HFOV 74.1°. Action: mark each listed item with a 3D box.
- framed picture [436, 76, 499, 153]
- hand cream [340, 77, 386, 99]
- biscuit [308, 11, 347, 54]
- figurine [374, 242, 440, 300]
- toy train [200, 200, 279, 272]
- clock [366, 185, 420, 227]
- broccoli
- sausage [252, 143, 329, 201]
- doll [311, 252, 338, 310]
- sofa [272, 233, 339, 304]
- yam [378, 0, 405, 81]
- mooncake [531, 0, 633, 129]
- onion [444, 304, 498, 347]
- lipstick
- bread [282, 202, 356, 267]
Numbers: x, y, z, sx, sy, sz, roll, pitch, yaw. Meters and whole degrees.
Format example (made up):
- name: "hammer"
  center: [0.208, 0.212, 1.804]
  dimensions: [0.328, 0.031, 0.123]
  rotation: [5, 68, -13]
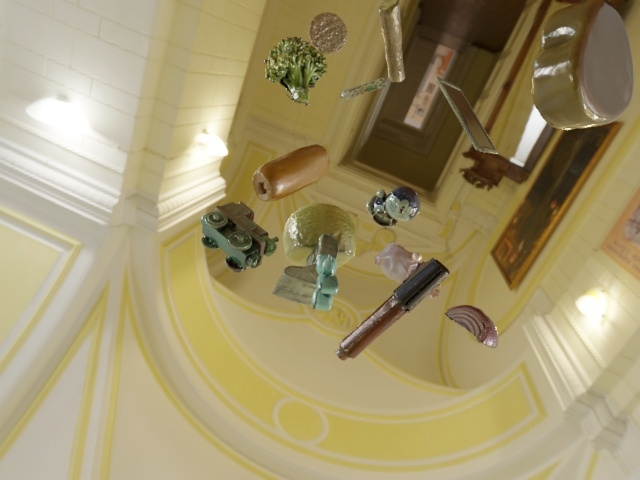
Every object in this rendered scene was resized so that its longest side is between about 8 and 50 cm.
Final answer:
- name: "framed picture"
  center: [0.473, -0.395, 1.364]
  dimensions: [0.216, 0.016, 0.273]
  rotation: [-9, -109, -52]
- name: "hand cream"
  center: [0.147, -0.529, 1.485]
  dimensions: [0.165, 0.037, 0.057]
  rotation: [-12, 165, 19]
- name: "biscuit"
  center: [0.023, -0.605, 1.240]
  dimensions: [0.120, 0.120, 0.015]
  rotation: [16, -176, -16]
- name: "figurine"
  center: [0.339, 0.119, 1.631]
  dimensions: [0.276, 0.200, 0.133]
  rotation: [35, -115, 3]
- name: "toy train"
  center: [-0.296, -0.017, 1.569]
  dimensions: [0.304, 0.150, 0.221]
  rotation: [38, -139, 23]
- name: "clock"
  center: [0.325, -0.156, 1.880]
  dimensions: [0.243, 0.147, 0.200]
  rotation: [-8, 130, 49]
- name: "broccoli"
  center: [-0.083, -0.681, 1.649]
  dimensions: [0.242, 0.180, 0.273]
  rotation: [-1, -128, -27]
- name: "sausage"
  center: [-0.073, -0.238, 1.429]
  dimensions: [0.116, 0.134, 0.354]
  rotation: [7, -150, 42]
- name: "doll"
  center: [0.013, 0.104, 1.136]
  dimensions: [0.059, 0.159, 0.159]
  rotation: [8, -121, -4]
- name: "sofa"
  center: [-0.052, 0.097, 1.551]
  dimensions: [0.176, 0.210, 0.226]
  rotation: [19, -123, -8]
- name: "yam"
  center: [0.239, -0.640, 1.385]
  dimensions: [0.066, 0.066, 0.300]
  rotation: [35, 168, 28]
- name: "mooncake"
  center: [0.508, -0.325, 0.825]
  dimensions: [0.234, 0.235, 0.117]
  rotation: [6, 178, -34]
- name: "onion"
  center: [0.700, 0.362, 1.882]
  dimensions: [0.247, 0.111, 0.250]
  rotation: [21, -167, -44]
- name: "lipstick"
  center: [0.202, 0.211, 1.246]
  dimensions: [0.077, 0.418, 0.077]
  rotation: [41, -165, -14]
- name: "bread"
  center: [0.001, -0.010, 1.828]
  dimensions: [0.320, 0.320, 0.237]
  rotation: [16, -125, -16]
